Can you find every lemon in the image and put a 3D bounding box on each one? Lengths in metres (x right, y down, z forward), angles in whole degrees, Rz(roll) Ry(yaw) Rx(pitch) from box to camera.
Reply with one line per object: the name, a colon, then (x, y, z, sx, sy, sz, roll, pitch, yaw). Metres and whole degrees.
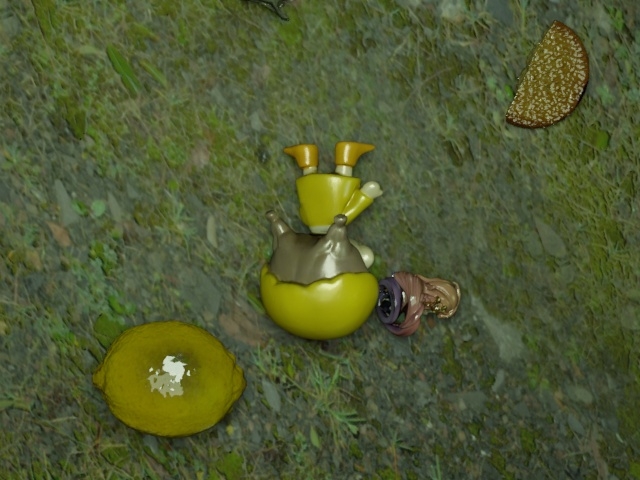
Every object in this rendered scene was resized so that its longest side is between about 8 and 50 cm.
lemon: (-0.255, 0.236, 1.374, 0.260, 0.204, 0.204, 7, 93, -9)

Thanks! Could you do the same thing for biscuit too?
biscuit: (0.427, -0.291, 1.484, 0.126, 0.025, 0.206, 27, 92, -5)

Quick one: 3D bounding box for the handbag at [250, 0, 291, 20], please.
handbag: (-0.153, -0.495, 1.382, 0.271, 0.117, 0.182, 20, 100, -7)

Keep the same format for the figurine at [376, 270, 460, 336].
figurine: (0.179, 0.105, 1.447, 0.157, 0.126, 0.114, -12, 138, -3)

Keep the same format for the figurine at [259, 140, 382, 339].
figurine: (0.000, 0.000, 1.397, 0.187, 0.215, 0.343, 10, 79, -49)
